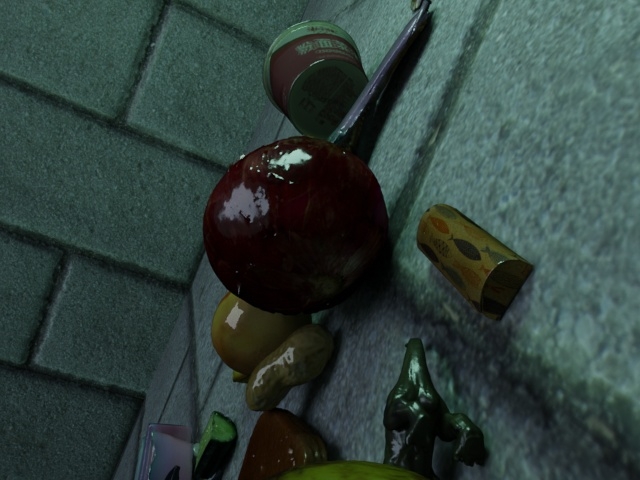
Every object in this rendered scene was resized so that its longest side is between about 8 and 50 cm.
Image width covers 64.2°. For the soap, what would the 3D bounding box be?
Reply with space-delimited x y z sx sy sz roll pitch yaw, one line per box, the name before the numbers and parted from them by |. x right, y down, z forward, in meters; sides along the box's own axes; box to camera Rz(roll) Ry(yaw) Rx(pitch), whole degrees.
soap | -0.380 0.605 1.203 0.193 0.109 0.323 -27 54 57

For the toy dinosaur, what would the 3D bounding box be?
toy dinosaur | 0.072 0.189 0.508 0.187 0.087 0.179 -68 20 -4

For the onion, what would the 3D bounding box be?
onion | -0.033 -0.022 0.761 0.276 0.276 0.276 -54 23 36

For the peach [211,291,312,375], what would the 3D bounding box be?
peach | -0.106 0.151 0.899 0.184 0.184 0.184 -54 23 36

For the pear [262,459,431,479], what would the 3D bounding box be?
pear | 0.012 0.270 0.305 0.283 0.284 0.283 -54 23 36

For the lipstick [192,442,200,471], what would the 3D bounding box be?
lipstick | -0.331 0.563 1.296 0.141 0.040 0.040 -56 22 32

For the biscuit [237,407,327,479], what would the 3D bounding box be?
biscuit | -0.067 0.387 0.737 0.277 0.052 0.262 165 121 -68

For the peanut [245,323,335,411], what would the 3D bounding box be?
peanut | -0.050 0.200 0.795 0.174 0.080 0.080 -43 21 2

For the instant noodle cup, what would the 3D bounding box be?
instant noodle cup | 0.002 -0.332 1.103 0.234 0.235 0.178 -59 30 27

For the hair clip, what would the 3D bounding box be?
hair clip | 0.110 -0.287 0.971 0.096 0.110 0.358 28 92 31

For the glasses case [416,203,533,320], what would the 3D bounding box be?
glasses case | 0.153 0.013 0.551 0.064 0.041 0.170 -64 19 16

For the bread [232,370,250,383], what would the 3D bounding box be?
bread | -0.122 0.233 1.057 0.188 0.065 0.149 -40 22 60

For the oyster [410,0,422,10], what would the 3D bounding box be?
oyster | 0.210 -0.528 0.985 0.108 0.053 0.166 -63 9 -16

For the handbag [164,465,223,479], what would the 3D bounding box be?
handbag | -0.218 0.537 0.782 0.329 0.122 0.303 116 160 -50

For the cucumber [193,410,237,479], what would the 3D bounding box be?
cucumber | -0.227 0.442 1.106 0.115 0.062 0.116 -61 12 16
